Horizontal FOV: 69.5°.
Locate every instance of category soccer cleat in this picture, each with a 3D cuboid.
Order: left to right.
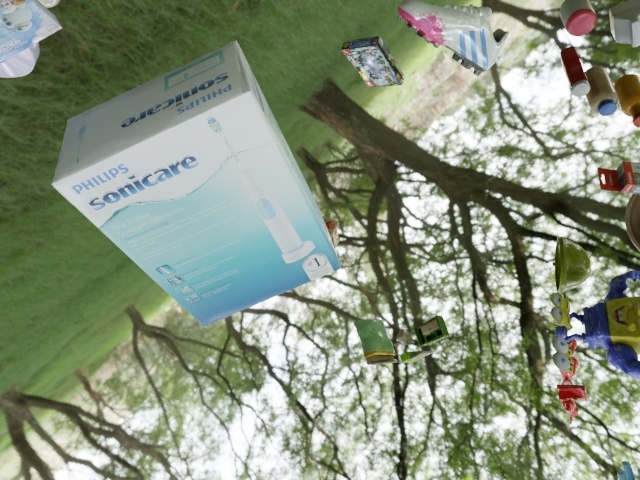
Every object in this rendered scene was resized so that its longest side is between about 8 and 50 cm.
[{"bbox_3d":[0.338,-0.545,1.158,0.143,0.331,0.116,-56,-142,26],"label":"soccer cleat"}]

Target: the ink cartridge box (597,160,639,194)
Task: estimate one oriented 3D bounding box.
[{"bbox_3d":[0.626,-0.127,0.927,0.029,0.115,0.063,84,15,-58],"label":"ink cartridge box"}]

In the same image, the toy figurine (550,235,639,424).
[{"bbox_3d":[0.553,0.151,0.843,0.217,0.191,0.363,-7,-141,31],"label":"toy figurine"}]

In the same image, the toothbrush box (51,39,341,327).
[{"bbox_3d":[-0.128,-0.048,0.571,0.216,0.295,0.126,-24,-132,5],"label":"toothbrush box"}]

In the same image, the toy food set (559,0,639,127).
[{"bbox_3d":[0.422,-0.272,0.680,0.111,0.232,0.105,-13,-134,27],"label":"toy food set"}]

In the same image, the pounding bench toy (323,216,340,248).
[{"bbox_3d":[0.000,0.000,0.952,0.065,0.052,0.083,81,32,-54],"label":"pounding bench toy"}]

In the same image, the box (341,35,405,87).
[{"bbox_3d":[0.120,-0.399,1.040,0.094,0.137,0.027,11,-105,38],"label":"box"}]

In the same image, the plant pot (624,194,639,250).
[{"bbox_3d":[0.784,-0.040,0.961,0.237,0.109,0.237,-23,-124,38],"label":"plant pot"}]

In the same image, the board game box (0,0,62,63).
[{"bbox_3d":[-0.316,-0.212,0.447,0.090,0.020,0.090,-32,180,-2],"label":"board game box"}]

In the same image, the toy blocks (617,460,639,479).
[{"bbox_3d":[0.286,0.297,0.460,0.123,0.148,0.054,-15,-178,23],"label":"toy blocks"}]

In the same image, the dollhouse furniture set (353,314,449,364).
[{"bbox_3d":[0.135,0.154,0.744,0.151,0.076,0.058,5,147,-35],"label":"dollhouse furniture set"}]

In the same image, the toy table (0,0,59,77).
[{"bbox_3d":[-0.483,-0.352,0.577,0.252,0.274,0.161,-13,-121,30],"label":"toy table"}]
